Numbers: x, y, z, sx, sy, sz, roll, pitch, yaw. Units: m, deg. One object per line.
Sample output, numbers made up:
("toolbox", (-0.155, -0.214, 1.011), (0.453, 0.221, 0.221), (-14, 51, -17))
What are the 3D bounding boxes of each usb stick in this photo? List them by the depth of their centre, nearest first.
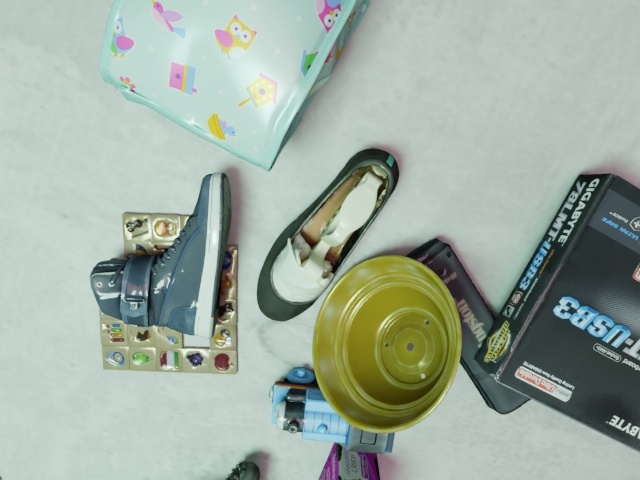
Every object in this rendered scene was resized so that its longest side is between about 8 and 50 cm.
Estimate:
("usb stick", (0.212, 0.126, 0.621), (0.077, 0.045, 0.278), (-33, 100, 7))

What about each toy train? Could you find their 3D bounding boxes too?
("toy train", (0.018, 0.233, 0.613), (0.184, 0.105, 0.080), (6, 102, -2))

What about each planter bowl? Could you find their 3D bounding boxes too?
("planter bowl", (0.099, 0.134, 0.577), (0.090, 0.217, 0.217), (24, 104, -45))

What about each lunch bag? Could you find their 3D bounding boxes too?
("lunch bag", (-0.088, -0.234, 0.486), (0.223, 0.160, 0.262), (29, 95, -7))

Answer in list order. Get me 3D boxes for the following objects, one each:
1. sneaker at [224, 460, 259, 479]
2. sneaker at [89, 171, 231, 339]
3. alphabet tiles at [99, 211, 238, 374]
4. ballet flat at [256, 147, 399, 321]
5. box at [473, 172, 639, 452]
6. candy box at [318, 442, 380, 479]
("sneaker", (-0.116, 0.440, 0.676), (0.106, 0.078, 0.234), (19, 105, -7))
("sneaker", (-0.204, 0.013, 0.565), (0.163, 0.086, 0.226), (11, 103, -5))
("alphabet tiles", (-0.218, 0.079, 0.629), (0.198, 0.009, 0.237), (3, 102, 0))
("ballet flat", (0.000, 0.000, 0.567), (0.095, 0.096, 0.280), (33, 100, -7))
("box", (0.404, 0.107, 0.585), (0.295, 0.073, 0.293), (28, 93, -9))
("candy box", (0.014, 0.433, 0.630), (0.071, 0.159, 0.233), (20, 101, -3))
